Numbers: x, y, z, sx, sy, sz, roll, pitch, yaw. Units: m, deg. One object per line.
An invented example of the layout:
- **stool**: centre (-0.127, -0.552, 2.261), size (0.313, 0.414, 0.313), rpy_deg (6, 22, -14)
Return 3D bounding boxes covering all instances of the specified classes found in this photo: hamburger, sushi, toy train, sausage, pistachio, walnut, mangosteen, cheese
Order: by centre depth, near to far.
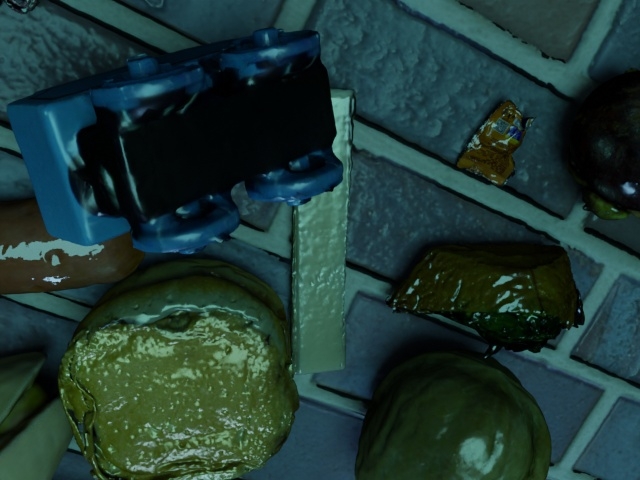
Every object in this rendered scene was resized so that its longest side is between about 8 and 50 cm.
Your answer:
- **toy train**: centre (-0.133, -0.112, 0.800), size (0.300, 0.265, 0.188), rpy_deg (-28, 115, -36)
- **sausage**: centre (-0.336, 0.005, 0.894), size (0.259, 0.113, 0.114), rpy_deg (-4, 111, -12)
- **pistachio**: centre (-0.421, 0.270, 0.910), size (0.193, 0.214, 0.318), rpy_deg (44, 69, -13)
- **hamburger**: centre (-0.173, 0.168, 0.968), size (0.318, 0.158, 0.319), rpy_deg (-5, 112, -13)
- **mangosteen**: centre (0.415, -0.110, 1.020), size (0.192, 0.192, 0.217), rpy_deg (-7, 149, -12)
- **cheese**: centre (-0.002, -0.001, 1.020), size (0.085, 0.034, 0.400), rpy_deg (-2, 110, -9)
- **sushi**: centre (0.246, 0.082, 1.050), size (0.287, 0.149, 0.140), rpy_deg (-2, 114, -20)
- **walnut**: centre (0.179, 0.286, 1.068), size (0.282, 0.227, 0.283), rpy_deg (6, 107, 22)

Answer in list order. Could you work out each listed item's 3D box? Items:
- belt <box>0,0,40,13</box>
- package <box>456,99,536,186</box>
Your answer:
- **belt**: centre (-0.390, -0.318, 0.788), size (0.071, 0.053, 0.232), rpy_deg (-46, 114, -3)
- **package**: centre (0.240, -0.129, 1.033), size (0.077, 0.033, 0.111), rpy_deg (21, 109, -31)
